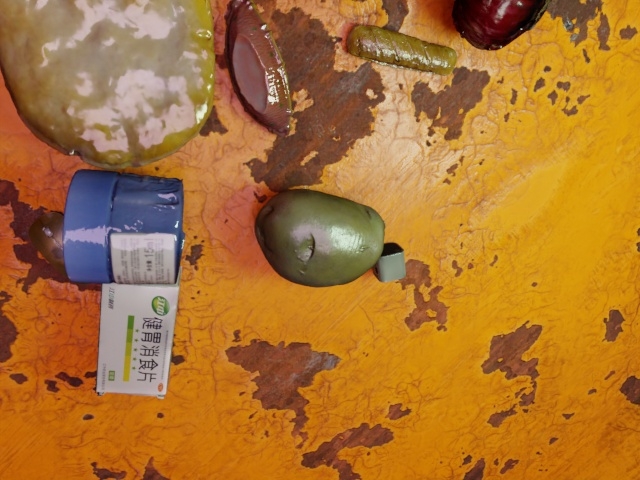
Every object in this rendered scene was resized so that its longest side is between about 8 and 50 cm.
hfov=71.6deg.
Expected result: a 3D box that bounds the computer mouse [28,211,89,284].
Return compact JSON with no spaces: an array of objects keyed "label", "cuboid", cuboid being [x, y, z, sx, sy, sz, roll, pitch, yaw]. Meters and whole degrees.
[{"label":"computer mouse","cuboid":[-0.606,0.023,1.073,0.102,0.045,0.199,-34,115,-2]}]

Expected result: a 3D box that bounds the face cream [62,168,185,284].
[{"label":"face cream","cuboid":[-0.419,-0.025,0.985,0.225,0.249,0.249,5,110,-18]}]

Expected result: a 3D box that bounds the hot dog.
[{"label":"hot dog","cuboid":[0.204,-0.460,1.075,0.285,0.061,0.088,2,99,-15]}]

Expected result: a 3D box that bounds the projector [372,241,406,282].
[{"label":"projector","cuboid":[0.192,0.061,1.258,0.083,0.083,0.082,-12,113,-8]}]

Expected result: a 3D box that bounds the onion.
[{"label":"onion","cuboid":[0.403,-0.578,0.961,0.232,0.314,0.314,32,102,7]}]

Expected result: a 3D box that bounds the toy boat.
[{"label":"toy boat","cuboid":[-0.142,-0.383,1.005,0.140,0.099,0.318,-9,115,20]}]

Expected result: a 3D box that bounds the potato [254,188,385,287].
[{"label":"potato","cuboid":[0.000,0.000,1.114,0.326,0.221,0.243,15,104,-23]}]

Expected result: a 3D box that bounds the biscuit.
[{"label":"biscuit","cuboid":[-0.424,-0.374,0.916,0.429,0.104,0.447,-11,104,-10]}]

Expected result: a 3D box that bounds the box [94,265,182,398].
[{"label":"box","cuboid":[-0.461,0.227,1.132,0.173,0.145,0.333,8,108,-15]}]
